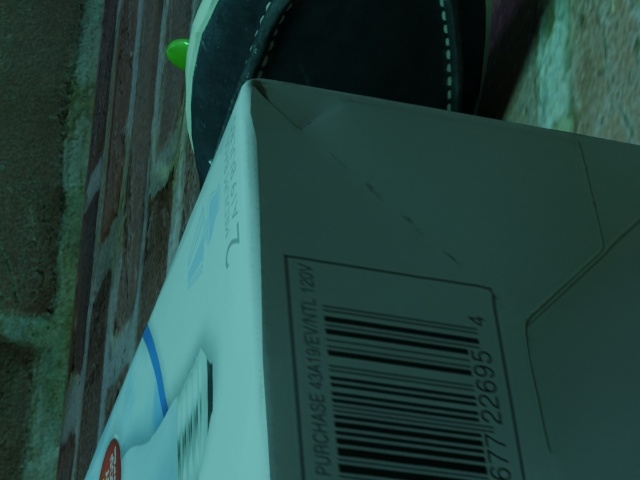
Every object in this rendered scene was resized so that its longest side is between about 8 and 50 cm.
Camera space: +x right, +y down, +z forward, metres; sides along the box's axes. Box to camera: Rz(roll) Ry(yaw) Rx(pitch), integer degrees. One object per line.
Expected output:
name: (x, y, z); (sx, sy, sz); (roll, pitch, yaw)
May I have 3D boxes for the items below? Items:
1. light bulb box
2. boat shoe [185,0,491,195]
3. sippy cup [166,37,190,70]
light bulb box: (0.028, 0.191, 0.731); (0.361, 0.225, 0.358); (116, 157, -45)
boat shoe: (0.000, 0.000, 1.040); (0.156, 0.186, 0.500); (-105, 23, -45)
sippy cup: (-0.064, -0.294, 1.331); (0.305, 0.224, 0.240); (-97, 23, -46)
